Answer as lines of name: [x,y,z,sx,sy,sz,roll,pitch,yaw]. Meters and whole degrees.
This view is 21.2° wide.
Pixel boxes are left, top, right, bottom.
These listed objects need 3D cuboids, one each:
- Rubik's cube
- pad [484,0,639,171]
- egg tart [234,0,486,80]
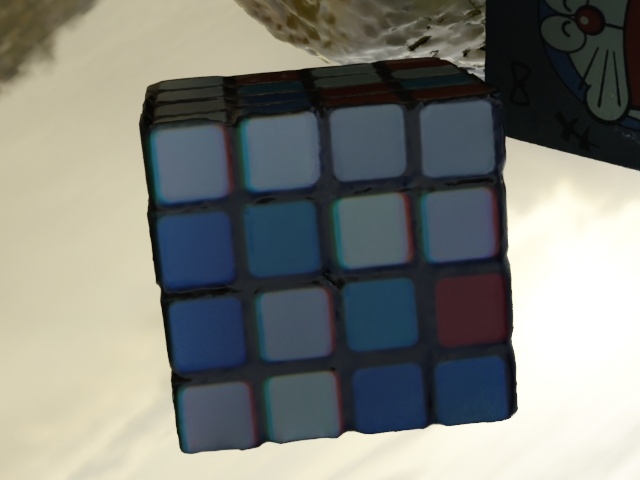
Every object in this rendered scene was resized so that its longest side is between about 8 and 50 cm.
Rubik's cube: [0.000,0.000,0.794,0.155,0.151,0.154,-5,-169,-3]
pad: [0.145,-0.136,0.751,0.006,0.170,0.245,-41,139,-43]
egg tart: [0.021,-0.277,1.418,0.178,0.443,0.443,-46,180,-21]
